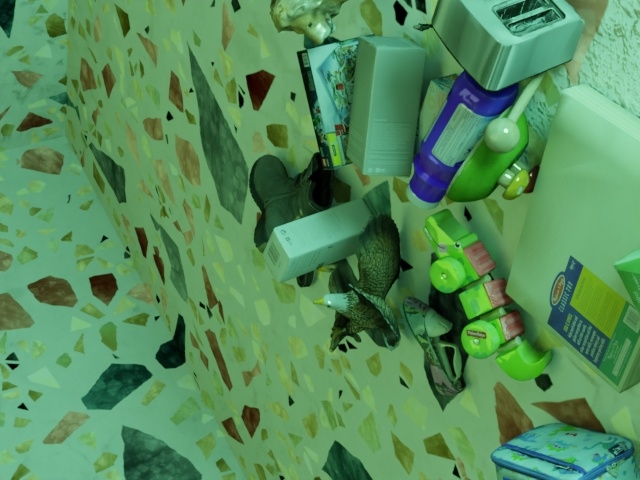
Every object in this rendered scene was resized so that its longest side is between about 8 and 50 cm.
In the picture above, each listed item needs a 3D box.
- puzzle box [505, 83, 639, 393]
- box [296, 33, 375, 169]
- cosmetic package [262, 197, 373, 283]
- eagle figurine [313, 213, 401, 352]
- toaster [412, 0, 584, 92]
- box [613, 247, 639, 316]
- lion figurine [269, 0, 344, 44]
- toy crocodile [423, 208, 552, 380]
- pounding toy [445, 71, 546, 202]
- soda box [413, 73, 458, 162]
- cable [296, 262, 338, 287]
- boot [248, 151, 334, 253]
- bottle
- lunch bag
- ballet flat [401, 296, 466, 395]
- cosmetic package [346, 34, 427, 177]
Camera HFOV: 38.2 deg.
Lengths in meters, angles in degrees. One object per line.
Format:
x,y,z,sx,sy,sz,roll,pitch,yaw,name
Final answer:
0.427,0.003,1.403,0.272,0.052,0.408,46,144,38,puzzle box
0.055,-0.269,1.792,0.044,0.159,0.233,6,112,58,box
0.000,0.000,1.983,0.085,0.231,0.117,60,151,20,cosmetic package
0.097,0.118,1.901,0.226,0.225,0.298,52,141,10,eagle figurine
0.264,-0.320,1.351,0.168,0.186,0.110,57,160,26,toaster
0.552,0.087,1.162,0.322,0.058,0.232,-25,92,55,box
0.051,-0.515,1.556,0.142,0.240,0.392,56,149,26,lion figurine
0.291,0.095,1.647,0.105,0.115,0.340,-34,78,42,toy crocodile
0.302,-0.126,1.450,0.110,0.183,0.237,38,149,10,pounding toy
0.213,-0.206,1.653,0.063,0.058,0.183,53,147,30,soda box
-0.027,0.032,2.227,0.287,0.072,0.139,-35,71,62,cable
-0.054,-0.129,2.131,0.223,0.118,0.338,-46,36,30,boot
0.227,-0.168,1.557,0.092,0.118,0.283,43,136,15,bottle
0.406,0.382,1.547,0.219,0.176,0.090,3,110,62,lunch bag
0.240,0.209,1.866,0.079,0.077,0.221,-19,95,44,ballet flat
0.117,-0.247,1.685,0.127,0.107,0.238,-118,34,-62,cosmetic package
